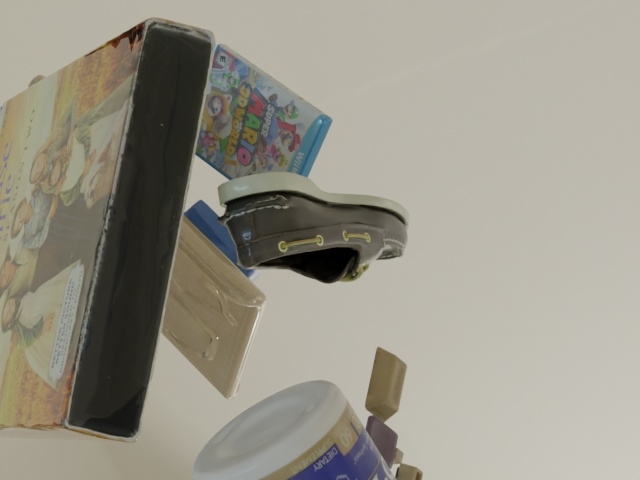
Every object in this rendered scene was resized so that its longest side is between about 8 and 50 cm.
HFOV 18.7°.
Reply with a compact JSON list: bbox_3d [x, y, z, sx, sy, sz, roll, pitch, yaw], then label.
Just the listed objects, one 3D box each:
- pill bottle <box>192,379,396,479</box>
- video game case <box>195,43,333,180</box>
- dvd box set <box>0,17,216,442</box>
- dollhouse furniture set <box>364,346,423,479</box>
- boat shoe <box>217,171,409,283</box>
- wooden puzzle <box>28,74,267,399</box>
[{"bbox_3d":[0.009,0.195,1.255,0.112,0.187,0.112,-29,-166,8],"label":"pill bottle"},{"bbox_3d":[-0.070,-0.114,2.020,0.015,0.166,0.119,-2,123,-53],"label":"video game case"},{"bbox_3d":[-0.208,0.007,1.561,0.062,0.308,0.420,15,170,-22],"label":"dvd box set"},{"bbox_3d":[0.046,0.166,1.784,0.081,0.091,0.114,-12,-129,37],"label":"dollhouse furniture set"},{"bbox_3d":[0.000,0.000,1.492,0.081,0.069,0.228,-17,164,31],"label":"boat shoe"},{"bbox_3d":[-0.173,-0.007,2.026,0.080,0.322,0.348,-42,169,-17],"label":"wooden puzzle"}]
